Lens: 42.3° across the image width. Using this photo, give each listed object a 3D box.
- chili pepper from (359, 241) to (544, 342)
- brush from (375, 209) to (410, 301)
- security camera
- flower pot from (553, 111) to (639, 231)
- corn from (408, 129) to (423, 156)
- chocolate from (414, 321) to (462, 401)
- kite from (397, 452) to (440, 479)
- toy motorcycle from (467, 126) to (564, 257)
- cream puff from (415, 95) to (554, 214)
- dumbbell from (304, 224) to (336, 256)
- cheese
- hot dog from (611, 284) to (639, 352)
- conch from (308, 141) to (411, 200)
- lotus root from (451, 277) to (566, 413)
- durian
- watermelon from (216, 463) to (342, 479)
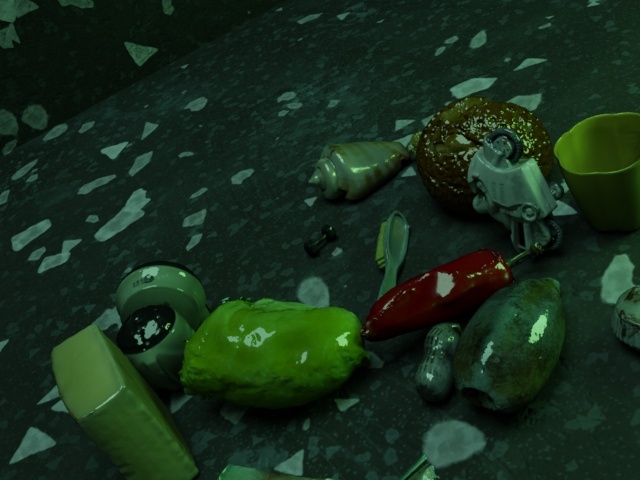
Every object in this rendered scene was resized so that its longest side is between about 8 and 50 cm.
[{"bbox_3d":[0.243,0.094,1.542,0.387,0.110,0.110,-21,33,-16],"label":"chili pepper"},{"bbox_3d":[0.137,0.052,1.742,0.060,0.068,0.297,-28,31,33],"label":"brush"},{"bbox_3d":[-0.339,0.189,1.743,0.196,0.191,0.277,-20,36,5],"label":"security camera"},{"bbox_3d":[0.563,-0.120,1.584,0.195,0.179,0.195,-18,36,14],"label":"flower pot"},{"bbox_3d":[0.323,-0.248,1.990,0.238,0.080,0.080,-14,36,19],"label":"corn"},{"bbox_3d":[0.212,0.213,1.469,0.072,0.072,0.167,-5,42,28],"label":"chocolate"},{"bbox_3d":[0.137,0.476,1.120,0.368,0.014,0.406,-1,48,-2],"label":"kite"},{"bbox_3d":[0.368,-0.089,1.619,0.110,0.260,0.170,-33,10,-38],"label":"toy motorcycle"},{"bbox_3d":[0.343,-0.200,1.800,0.303,0.212,0.303,-21,34,15],"label":"cream puff"},{"bbox_3d":[0.000,0.000,1.907,0.083,0.040,0.036,-42,8,-22],"label":"dumbbell"},{"bbox_3d":[-0.360,0.317,1.521,0.123,0.266,0.242,-33,35,-6],"label":"cheese"},{"bbox_3d":[0.595,0.143,1.317,0.267,0.075,0.144,18,58,41],"label":"hot dog"},{"bbox_3d":[0.086,-0.195,2.027,0.255,0.127,0.158,-32,35,-10],"label":"conch"},{"bbox_3d":[0.336,0.152,1.412,0.158,0.140,0.322,6,43,38],"label":"lotus root"},{"bbox_3d":[-0.082,0.203,1.556,0.339,0.205,0.256,4,33,35],"label":"durian"},{"bbox_3d":[-0.041,0.487,1.228,0.301,0.151,0.264,3,39,6],"label":"watermelon"}]
